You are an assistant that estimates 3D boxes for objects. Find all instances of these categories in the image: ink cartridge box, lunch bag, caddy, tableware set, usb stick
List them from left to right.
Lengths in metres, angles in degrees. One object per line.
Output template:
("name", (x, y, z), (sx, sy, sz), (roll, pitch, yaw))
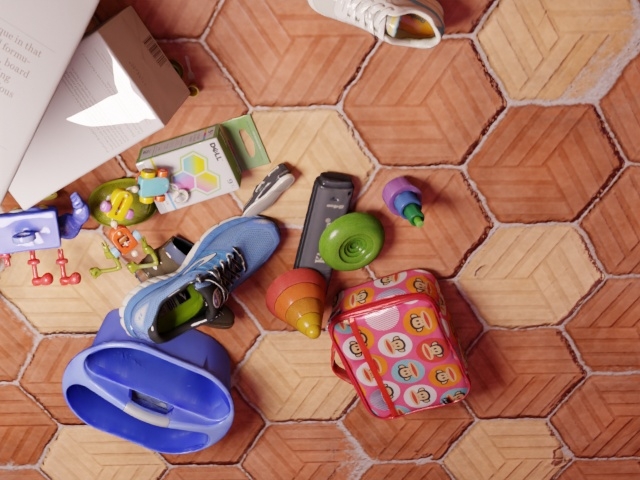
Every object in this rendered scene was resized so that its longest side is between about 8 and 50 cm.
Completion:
("caddy", (-0.331, 0.288, 1.999), (0.341, 0.179, 0.241), (25, 122, -17))
("tableware set", (-0.281, -0.251, 1.722), (0.154, 0.024, 0.104), (-9, 124, 5))
("ink cartridge box", (-0.203, -0.133, 1.781), (0.209, 0.062, 0.109), (-16, 122, 10))
("usb stick", (0.000, 0.000, 1.884), (0.077, 0.045, 0.278), (7, 123, -10))
("lunch bag", (0.139, 0.209, 1.993), (0.258, 0.120, 0.293), (-17, 122, 15))

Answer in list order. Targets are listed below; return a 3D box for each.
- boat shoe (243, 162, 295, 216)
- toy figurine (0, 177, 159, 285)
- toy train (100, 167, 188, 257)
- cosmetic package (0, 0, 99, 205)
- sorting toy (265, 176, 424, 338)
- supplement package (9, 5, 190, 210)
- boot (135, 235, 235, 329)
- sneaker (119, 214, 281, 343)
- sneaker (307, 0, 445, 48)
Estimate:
("boat shoe", (-0.098, -0.089, 1.827), (0.125, 0.038, 0.046), (-43, 157, 31))
("toy figurine", (-0.459, 0.000, 1.742), (0.362, 0.217, 0.191), (-5, 98, -5))
("toy train", (-0.314, -0.055, 1.746), (0.166, 0.046, 0.125), (-43, 135, -9))
("cosmetic package", (-0.556, -0.267, 1.369), (0.327, 0.329, 0.394), (30, 77, -37))
("sorting toy", (0.057, 0.050, 1.833), (0.365, 0.126, 0.127), (-45, 129, 15))
("supplement package", (-0.391, -0.213, 1.636), (0.293, 0.175, 0.177), (-27, 110, 19))
("boot", (-0.231, 0.082, 1.917), (0.219, 0.082, 0.106), (33, 120, -19))
("sneaker", (-0.193, 0.080, 1.822), (0.330, 0.147, 0.130), (-40, 122, -17))
("sneaker", (0.089, -0.365, 1.607), (0.228, 0.092, 0.087), (12, 125, -7))
